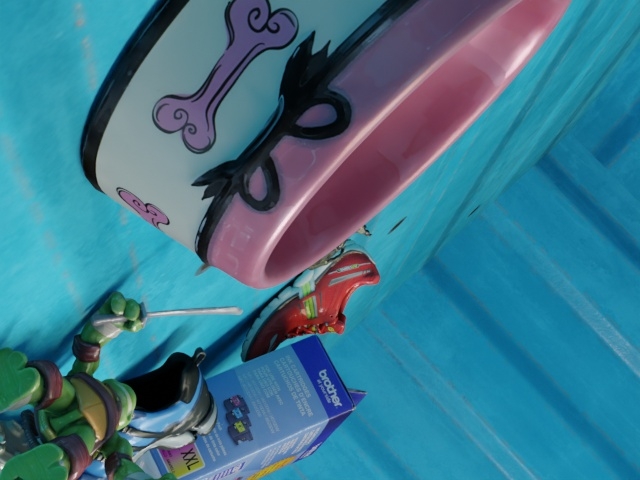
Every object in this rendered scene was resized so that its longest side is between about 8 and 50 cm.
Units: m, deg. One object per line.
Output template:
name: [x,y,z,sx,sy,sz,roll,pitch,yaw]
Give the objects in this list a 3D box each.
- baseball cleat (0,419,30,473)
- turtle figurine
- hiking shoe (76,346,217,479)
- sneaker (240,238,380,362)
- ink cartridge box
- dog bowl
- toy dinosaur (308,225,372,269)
baseball cleat: [-0.338,0.241,1.388,0.109,0.072,0.206,-36,168,5]
turtle figurine: [-0.191,0.154,1.245,0.266,0.274,0.198,-2,104,-72]
hiking shoe: [-0.280,0.250,1.703,0.304,0.113,0.132,-33,138,-24]
sneaker: [-0.016,0.122,2.151,0.279,0.118,0.107,-44,171,1]
ink cartridge box: [-0.120,0.302,2.119,0.395,0.151,0.270,-22,163,-24]
dog bowl: [0.025,-0.129,0.975,0.408,0.150,0.408,-42,172,-7]
toy dinosaur: [0.000,0.000,1.832,0.118,0.064,0.268,-38,169,9]
